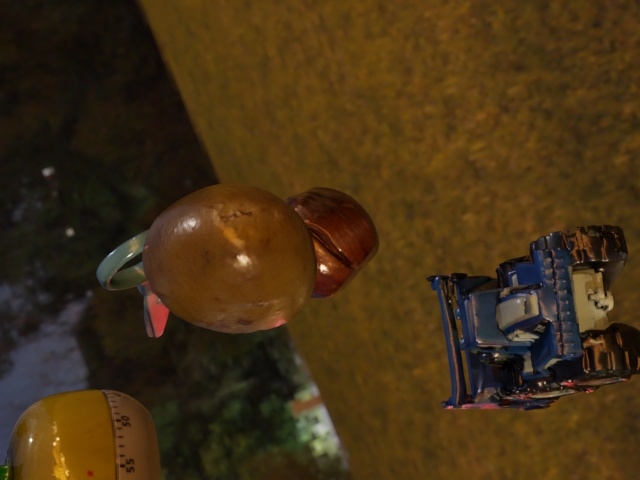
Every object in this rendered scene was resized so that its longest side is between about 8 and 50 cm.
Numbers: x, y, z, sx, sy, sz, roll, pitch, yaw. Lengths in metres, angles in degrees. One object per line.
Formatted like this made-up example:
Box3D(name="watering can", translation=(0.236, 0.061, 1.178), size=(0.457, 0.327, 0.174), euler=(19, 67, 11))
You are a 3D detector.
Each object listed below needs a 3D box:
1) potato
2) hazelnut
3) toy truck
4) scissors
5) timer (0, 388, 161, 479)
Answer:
Box3D(name="potato", translation=(-0.095, 0.010, 1.657), size=(0.203, 0.178, 0.158), euler=(28, 167, -1))
Box3D(name="hazelnut", translation=(0.000, 0.000, 1.911), size=(0.143, 0.154, 0.143), euler=(25, 138, 25))
Box3D(name="toy truck", translation=(0.156, 0.068, 1.131), size=(0.208, 0.126, 0.113), euler=(130, 134, -70))
Box3D(name="scissors", translation=(-0.225, 0.066, 2.069), size=(0.029, 0.192, 0.447), euler=(58, 162, 14))
Box3D(name="timer", translation=(-0.372, 0.336, 2.031), size=(0.285, 0.285, 0.285), euler=(158, 90, -81))
